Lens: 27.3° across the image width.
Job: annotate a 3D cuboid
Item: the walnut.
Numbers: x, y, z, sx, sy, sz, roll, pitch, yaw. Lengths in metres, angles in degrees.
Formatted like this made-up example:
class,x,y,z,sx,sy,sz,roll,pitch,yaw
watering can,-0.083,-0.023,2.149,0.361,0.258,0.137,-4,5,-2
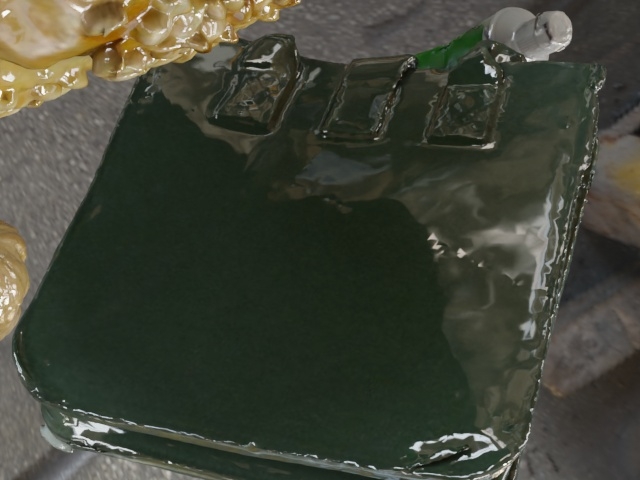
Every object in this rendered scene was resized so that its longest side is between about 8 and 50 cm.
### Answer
class,x,y,z,sx,sy,sz,roll,pitch,yaw
walnut,-0.374,0.036,1.353,0.156,0.184,0.155,10,63,-20

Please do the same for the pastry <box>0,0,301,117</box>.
class,x,y,z,sx,sy,sz,roll,pitch,yaw
pastry,-0.101,-0.160,0.518,0.255,0.310,0.162,-23,136,0

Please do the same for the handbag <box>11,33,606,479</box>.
class,x,y,z,sx,sy,sz,roll,pitch,yaw
handbag,0.000,0.002,0.659,0.248,0.079,0.260,10,58,14

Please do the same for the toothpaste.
class,x,y,z,sx,sy,sz,roll,pitch,yaw
toothpaste,0.065,-0.102,0.842,0.078,0.248,0.046,-37,104,-34
